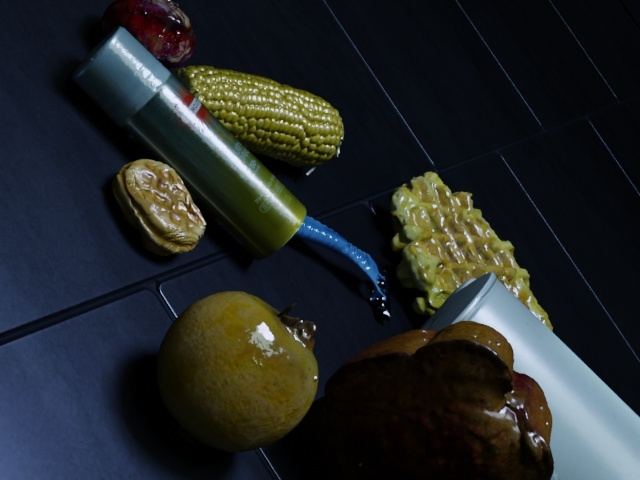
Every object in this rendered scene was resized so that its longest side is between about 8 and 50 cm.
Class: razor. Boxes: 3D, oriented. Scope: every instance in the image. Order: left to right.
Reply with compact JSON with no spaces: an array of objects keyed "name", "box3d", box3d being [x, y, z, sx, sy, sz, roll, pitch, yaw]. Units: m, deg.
[{"name":"razor","box3d":[0.000,0.000,1.642,0.253,0.042,0.082,35,35,-29]}]

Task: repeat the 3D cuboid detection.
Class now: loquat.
[{"name":"loquat","box3d":[-0.075,0.119,1.294,0.163,0.163,0.137,49,-2,-9]}]

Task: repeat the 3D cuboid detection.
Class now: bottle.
[{"name":"bottle","box3d":[-0.140,-0.102,1.503,0.286,0.082,0.082,44,30,-16]}]

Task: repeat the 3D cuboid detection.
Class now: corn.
[{"name":"corn","box3d":[-0.074,-0.146,1.643,0.260,0.091,0.091,12,40,-49]}]

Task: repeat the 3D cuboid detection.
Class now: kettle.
[{"name":"kettle","box3d":[0.244,0.195,1.575,0.318,0.205,0.265,44,57,0]}]

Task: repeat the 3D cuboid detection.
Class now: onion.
[{"name":"onion","box3d":[-0.192,-0.228,1.561,0.107,0.097,0.107,22,3,-1]}]

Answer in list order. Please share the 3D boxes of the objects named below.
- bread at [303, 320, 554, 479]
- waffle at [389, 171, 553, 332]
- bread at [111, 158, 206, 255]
[{"name":"bread","box3d":[0.110,0.196,1.396,0.232,0.247,0.135,63,28,-11]},{"name":"waffle","box3d":[0.198,0.056,1.847,0.325,0.068,0.302,41,31,-18]},{"name":"bread","box3d":[-0.166,-0.033,1.429,0.110,0.044,0.083,57,32,10]}]
